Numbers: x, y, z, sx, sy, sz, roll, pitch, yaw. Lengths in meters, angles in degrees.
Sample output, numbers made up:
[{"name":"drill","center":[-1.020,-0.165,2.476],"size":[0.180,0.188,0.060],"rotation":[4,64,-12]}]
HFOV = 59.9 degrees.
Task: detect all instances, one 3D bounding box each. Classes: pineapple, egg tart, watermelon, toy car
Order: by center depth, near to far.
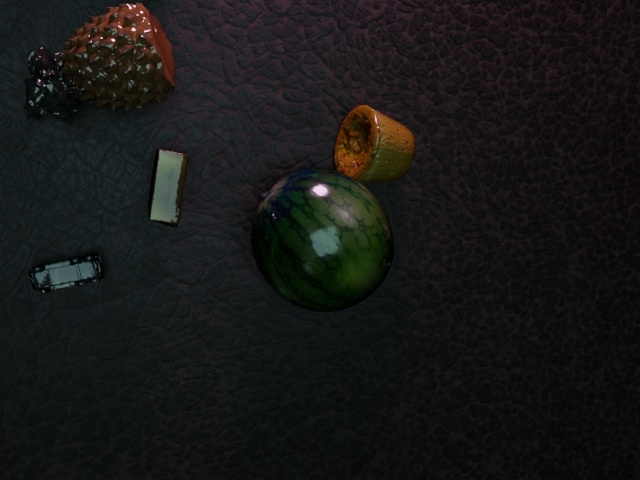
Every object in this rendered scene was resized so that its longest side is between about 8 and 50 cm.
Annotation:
[{"name":"pineapple","center":[-0.507,-0.368,1.211],"size":[0.356,0.223,0.223],"rotation":[-18,105,2]},{"name":"toy car","center":[-0.603,0.076,1.327],"size":[0.164,0.062,0.071],"rotation":[-12,102,-13]},{"name":"watermelon","center":[0.000,0.000,1.345],"size":[0.362,0.363,0.364],"rotation":[-3,101,-15]},{"name":"egg tart","center":[0.142,-0.238,1.426],"size":[0.147,0.202,0.203],"rotation":[4,99,-30]}]

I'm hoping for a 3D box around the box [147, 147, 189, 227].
[{"name":"box","center":[-0.351,-0.129,1.268],"size":[0.071,0.240,0.160],"rotation":[11,98,-19]}]
